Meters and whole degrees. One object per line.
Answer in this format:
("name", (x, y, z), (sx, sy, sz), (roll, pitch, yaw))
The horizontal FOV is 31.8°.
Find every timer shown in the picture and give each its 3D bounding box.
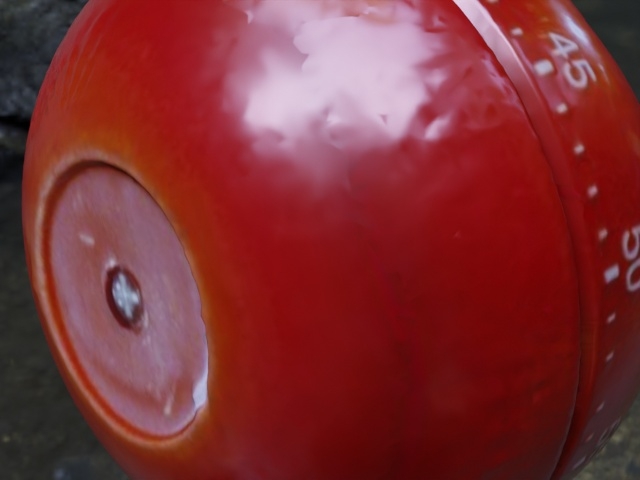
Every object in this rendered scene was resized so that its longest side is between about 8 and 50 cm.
("timer", (0.000, 0.000, 0.635), (0.279, 0.377, 0.378), (-19, 40, -37))
